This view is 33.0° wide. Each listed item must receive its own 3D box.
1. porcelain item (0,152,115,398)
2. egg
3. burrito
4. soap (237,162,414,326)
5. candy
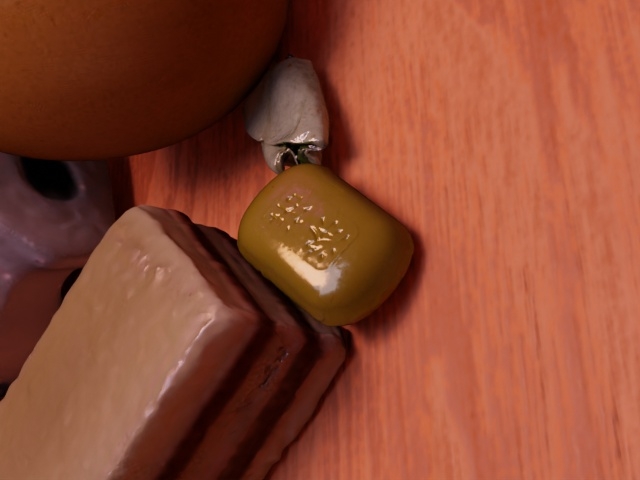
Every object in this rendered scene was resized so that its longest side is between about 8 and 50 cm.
[{"bbox_3d":[-0.368,0.051,1.053,0.405,0.178,0.243,-41,48,32],"label":"porcelain item"},{"bbox_3d":[-0.180,-0.188,0.852,0.250,0.322,0.250,163,90,-74],"label":"egg"},{"bbox_3d":[-0.022,-0.086,0.827,0.074,0.044,0.118,-48,41,26],"label":"burrito"},{"bbox_3d":[0.000,-0.001,0.741,0.089,0.045,0.140,-46,52,-7],"label":"soap"},{"bbox_3d":[-0.140,0.143,0.787,0.321,0.135,0.179,-57,42,14],"label":"candy"}]
